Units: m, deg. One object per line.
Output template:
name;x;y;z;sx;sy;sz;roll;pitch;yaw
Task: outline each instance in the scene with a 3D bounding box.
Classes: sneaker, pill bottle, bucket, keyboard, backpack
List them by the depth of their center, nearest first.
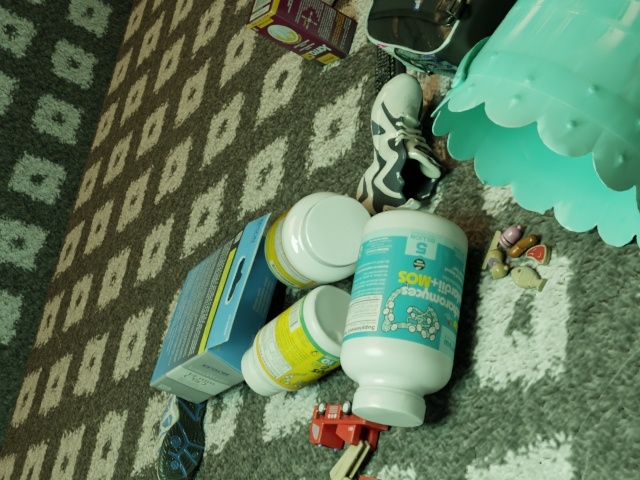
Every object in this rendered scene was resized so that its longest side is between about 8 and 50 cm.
bucket;0.276;-0.136;0.960;0.183;0.281;0.281;-58;28;-5
pill bottle;0.108;0.103;1.178;0.146;0.146;0.264;-21;52;52
backpack;0.194;-0.350;1.329;0.253;0.191;0.225;25;89;51
sneaker;0.141;-0.146;1.369;0.153;0.094;0.235;4;72;58
pill bottle;0.000;0.000;1.379;0.246;0.136;0.136;152;138;-75
pill bottle;-0.031;0.164;1.394;0.208;0.117;0.117;-38;39;39
keyboard;0.128;-0.347;1.618;0.108;0.023;0.180;-37;40;41
sneaker;-0.264;0.368;1.684;0.081;0.080;0.211;-48;23;41

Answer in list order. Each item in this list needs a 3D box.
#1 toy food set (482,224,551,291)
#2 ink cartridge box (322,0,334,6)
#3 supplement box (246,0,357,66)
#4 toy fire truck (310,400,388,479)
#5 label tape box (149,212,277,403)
toy food set;0.247;0.017;1.141;0.122;0.019;0.078;15;82;61
ink cartridge box;-0.069;-0.613;1.956;0.119;0.207;0.353;-61;28;5
supplement box;-0.037;-0.429;1.781;0.104;0.188;0.081;-9;62;57
toy fire truck;0.045;0.293;1.242;0.192;0.047;0.135;-16;56;55
label tape box;-0.161;0.128;1.590;0.348;0.115;0.249;-32;36;53
